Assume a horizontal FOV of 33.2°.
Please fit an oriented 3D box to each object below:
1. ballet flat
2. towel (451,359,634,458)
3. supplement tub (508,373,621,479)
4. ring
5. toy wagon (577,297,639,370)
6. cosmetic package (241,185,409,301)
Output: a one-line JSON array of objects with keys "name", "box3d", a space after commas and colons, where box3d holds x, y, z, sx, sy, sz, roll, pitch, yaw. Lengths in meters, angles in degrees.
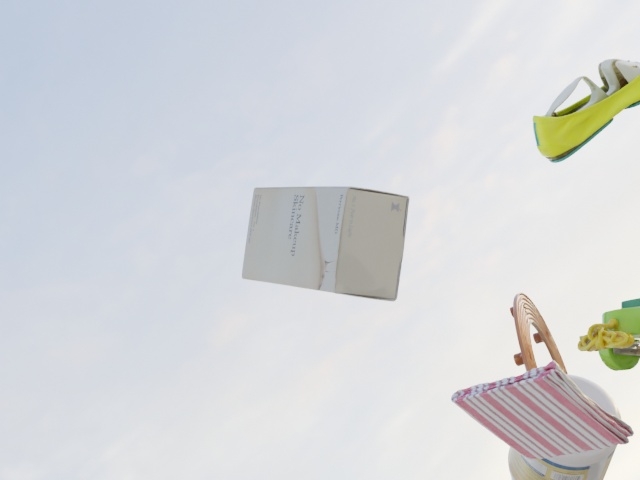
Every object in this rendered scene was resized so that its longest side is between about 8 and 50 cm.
[{"name": "ballet flat", "box3d": [0.366, -0.187, 1.376, 0.231, 0.077, 0.077, -33, 13, -12]}, {"name": "towel", "box3d": [0.271, 0.215, 1.331, 0.197, 0.144, 0.029, -29, 25, 56]}, {"name": "supplement tub", "box3d": [0.353, 0.305, 1.574, 0.144, 0.144, 0.200, -23, -37, -18]}, {"name": "ring", "box3d": [0.403, 0.254, 1.912, 0.032, 0.336, 0.336, -22, -25, 20]}, {"name": "toy wagon", "box3d": [0.422, 0.096, 1.143, 0.344, 0.068, 0.267, 9, -15, -29]}, {"name": "cosmetic package", "box3d": [0.000, 0.000, 1.655, 0.113, 0.160, 0.309, 9, -3, -28]}]
